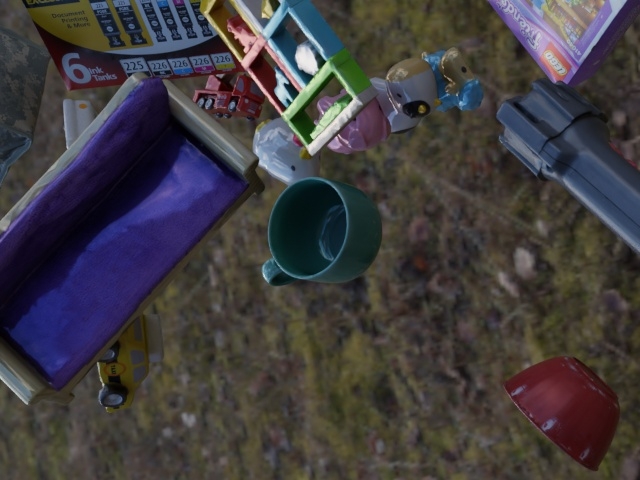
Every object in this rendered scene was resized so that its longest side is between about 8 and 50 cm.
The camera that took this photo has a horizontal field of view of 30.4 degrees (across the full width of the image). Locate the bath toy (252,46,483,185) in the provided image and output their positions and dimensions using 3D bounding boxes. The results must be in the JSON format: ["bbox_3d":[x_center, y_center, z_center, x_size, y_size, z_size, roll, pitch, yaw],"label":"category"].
[{"bbox_3d":[0.067,-0.174,1.738,0.129,0.348,0.151,53,157,25],"label":"bath toy"}]

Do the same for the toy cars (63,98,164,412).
[{"bbox_3d":[-0.248,0.022,1.435,0.176,0.087,0.394,-149,52,-79],"label":"toy cars"}]

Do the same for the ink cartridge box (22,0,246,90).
[{"bbox_3d":[-0.279,-0.380,1.768,0.272,0.309,0.130,69,-155,-43],"label":"ink cartridge box"}]

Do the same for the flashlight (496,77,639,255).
[{"bbox_3d":[0.287,-0.023,1.007,0.304,0.103,0.103,48,167,30],"label":"flashlight"}]

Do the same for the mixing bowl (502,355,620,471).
[{"bbox_3d":[0.361,0.232,1.685,0.098,0.181,0.181,-49,47,11],"label":"mixing bowl"}]

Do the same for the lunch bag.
[{"bbox_3d":[-0.590,-0.241,1.833,0.169,0.287,0.235,-45,32,34],"label":"lunch bag"}]

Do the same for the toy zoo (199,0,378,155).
[{"bbox_3d":[-0.059,-0.259,1.482,0.293,0.030,0.192,52,155,1],"label":"toy zoo"}]

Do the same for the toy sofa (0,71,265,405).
[{"bbox_3d":[-0.237,0.002,1.295,0.150,0.362,0.177,41,175,12],"label":"toy sofa"}]

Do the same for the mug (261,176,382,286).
[{"bbox_3d":[0.003,-0.009,1.495,0.157,0.097,0.129,-6,80,39],"label":"mug"}]

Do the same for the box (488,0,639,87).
[{"bbox_3d":[0.228,-0.330,1.275,0.293,0.057,0.201,55,158,14],"label":"box"}]

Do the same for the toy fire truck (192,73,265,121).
[{"bbox_3d":[-0.149,-0.268,1.904,0.192,0.047,0.135,12,82,49],"label":"toy fire truck"}]
